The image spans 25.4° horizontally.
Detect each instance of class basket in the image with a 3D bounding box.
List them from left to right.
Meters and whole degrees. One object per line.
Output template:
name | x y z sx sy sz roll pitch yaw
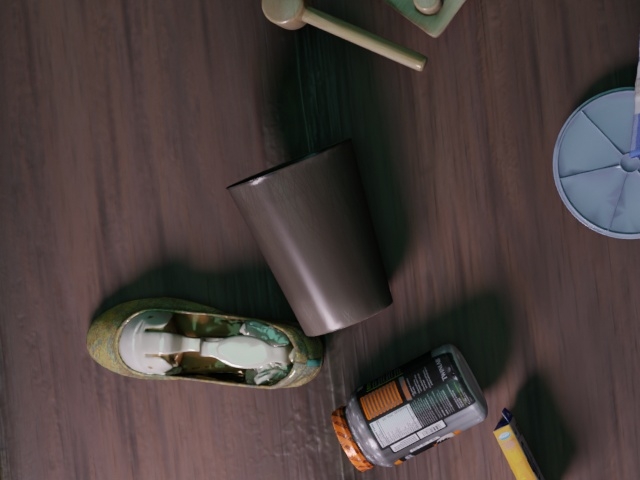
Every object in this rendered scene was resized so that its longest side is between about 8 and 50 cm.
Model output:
basket | 0.000 0.000 1.903 0.154 0.204 0.227 -16 98 44

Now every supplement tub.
supplement tub | 0.118 0.228 1.904 0.190 0.117 0.117 -28 86 11

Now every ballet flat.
ballet flat | -0.170 0.145 1.959 0.348 0.123 0.123 5 92 11

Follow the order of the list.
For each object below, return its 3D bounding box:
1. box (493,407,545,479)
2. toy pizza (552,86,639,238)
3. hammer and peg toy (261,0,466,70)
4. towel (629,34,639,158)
box | 0.267 0.291 1.894 0.028 0.081 0.136 -29 85 10
toy pizza | 0.411 -0.103 1.887 0.201 0.032 0.201 0 92 10
hammer and peg toy | 0.103 -0.395 1.895 0.266 0.127 0.361 37 97 6
towel | 0.493 -0.246 1.798 0.209 0.034 0.285 0 78 42
